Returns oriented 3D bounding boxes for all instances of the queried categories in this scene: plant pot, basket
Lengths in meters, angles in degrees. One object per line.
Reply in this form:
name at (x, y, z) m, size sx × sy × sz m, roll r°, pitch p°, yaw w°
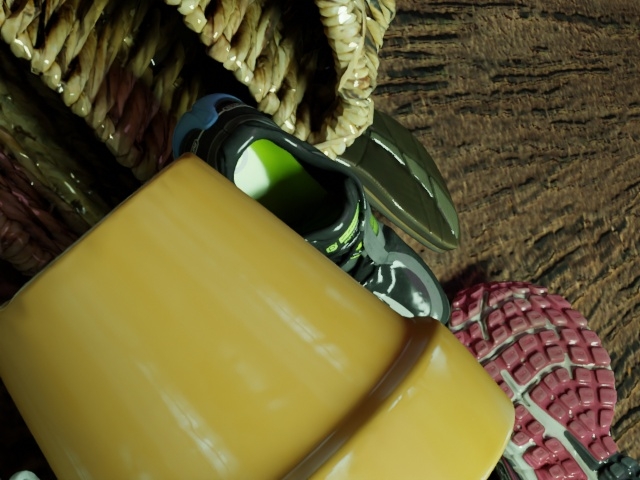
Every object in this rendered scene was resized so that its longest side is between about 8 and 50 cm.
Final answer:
plant pot at (-0.048, 0.069, 0.677) m, size 0.188 × 0.205 × 0.205 m, roll 50°, pitch 36°, yaw -5°
basket at (-0.106, -0.136, 0.769) m, size 0.299 × 0.213 × 0.223 m, roll 49°, pitch 37°, yaw -27°

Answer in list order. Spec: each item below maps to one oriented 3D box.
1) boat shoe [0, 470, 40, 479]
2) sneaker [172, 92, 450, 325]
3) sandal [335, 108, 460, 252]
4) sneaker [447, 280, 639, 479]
boat shoe at (-0.193, 0.090, 0.609) m, size 0.320 × 0.103 × 0.118 m, roll 65°, pitch 33°, yaw -22°
sneaker at (0.000, 0.000, 0.759) m, size 0.067 × 0.078 × 0.188 m, roll -49°, pitch 118°, yaw -5°
sandal at (0.010, -0.054, 1.038) m, size 0.219 × 0.060 × 0.090 m, roll 25°, pitch 46°, yaw -29°
sneaker at (0.169, 0.165, 1.101) m, size 0.121 × 0.112 × 0.299 m, roll -11°, pitch 63°, yaw -19°
